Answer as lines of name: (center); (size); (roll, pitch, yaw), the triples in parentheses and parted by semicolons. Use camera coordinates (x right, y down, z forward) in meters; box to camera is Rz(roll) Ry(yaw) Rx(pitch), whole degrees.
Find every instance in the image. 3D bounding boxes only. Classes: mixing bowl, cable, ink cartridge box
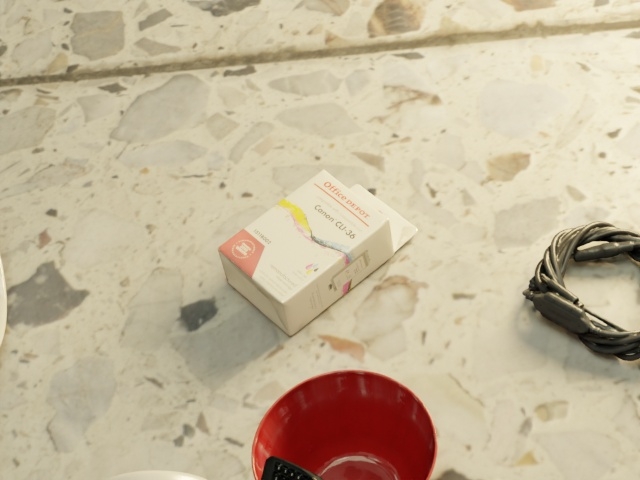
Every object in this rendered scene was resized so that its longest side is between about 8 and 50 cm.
mixing bowl: (0.029, 0.229, 1.617); (0.181, 0.098, 0.181); (-5, 51, 6)
cable: (0.319, 0.053, 1.751); (0.184, 0.047, 0.150); (27, 55, 30)
ink cartridge box: (0.000, 0.000, 1.824); (0.198, 0.067, 0.115); (-38, 55, -20)

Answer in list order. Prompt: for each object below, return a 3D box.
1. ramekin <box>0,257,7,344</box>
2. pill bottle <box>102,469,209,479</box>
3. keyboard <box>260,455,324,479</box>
ramekin: (-0.454, 0.021, 1.767); (0.127, 0.273, 0.273); (-18, 50, 11)
pill bottle: (-0.151, 0.368, 1.495); (0.160, 0.160, 0.283); (-9, 51, 2)
keyboard: (-0.036, 0.304, 1.526); (0.100, 0.192, 0.038); (19, 15, 25)
